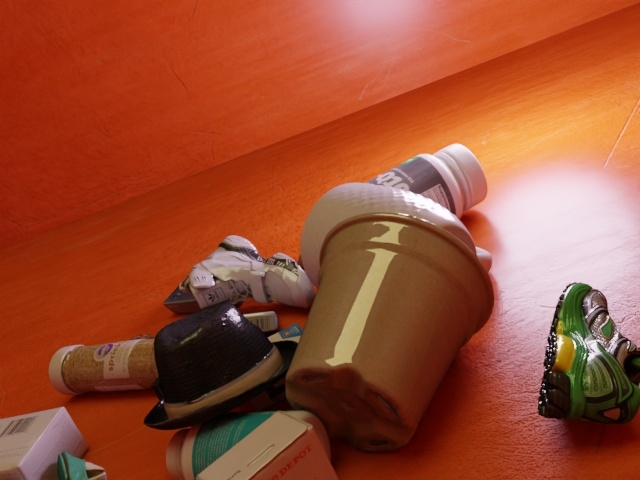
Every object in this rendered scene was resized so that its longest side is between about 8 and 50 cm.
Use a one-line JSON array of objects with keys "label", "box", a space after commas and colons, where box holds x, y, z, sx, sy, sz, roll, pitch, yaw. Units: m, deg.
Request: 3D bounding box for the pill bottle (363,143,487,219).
[{"label": "pill bottle", "box": [0.231, -0.095, 1.835, 0.361, 0.204, 0.204, -28, 22, -15]}]

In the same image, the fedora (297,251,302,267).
[{"label": "fedora", "box": [0.000, 0.000, 1.956, 0.079, 0.194, 0.194, 20, 28, 0]}]

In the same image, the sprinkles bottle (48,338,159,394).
[{"label": "sprinkles bottle", "box": [-0.479, 0.298, 1.702, 0.356, 0.121, 0.121, -10, 25, 28]}]

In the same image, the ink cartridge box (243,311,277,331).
[{"label": "ink cartridge box", "box": [-0.209, 0.199, 1.652, 0.224, 0.045, 0.224, -6, -6, -2]}]

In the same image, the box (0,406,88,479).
[{"label": "box", "box": [-0.610, 0.453, 1.462, 0.181, 0.119, 0.182, -15, 23, 18]}]

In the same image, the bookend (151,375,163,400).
[{"label": "bookend", "box": [-0.256, 0.292, 1.567, 0.156, 0.072, 0.157, -8, 26, 32]}]

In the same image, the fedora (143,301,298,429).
[{"label": "fedora", "box": [-0.195, 0.203, 1.294, 0.334, 0.152, 0.334, -22, 6, 2]}]

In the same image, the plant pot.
[{"label": "plant pot", "box": [0.097, 0.175, 1.231, 0.334, 0.333, 0.305, -6, 38, 35]}]

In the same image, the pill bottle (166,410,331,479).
[{"label": "pill bottle", "box": [-0.126, 0.356, 1.183, 0.264, 0.146, 0.146, -9, 25, 30]}]

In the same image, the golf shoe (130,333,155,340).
[{"label": "golf shoe", "box": [-0.389, 0.268, 1.782, 0.186, 0.067, 0.085, -16, 49, 14]}]

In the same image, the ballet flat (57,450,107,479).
[{"label": "ballet flat", "box": [-0.438, 0.468, 1.341, 0.087, 0.083, 0.247, -4, 14, -24]}]

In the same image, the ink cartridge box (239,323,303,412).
[{"label": "ink cartridge box", "box": [-0.119, 0.273, 1.469, 0.231, 0.078, 0.134, -26, 21, -9]}]

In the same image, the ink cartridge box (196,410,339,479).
[{"label": "ink cartridge box", "box": [-0.050, 0.369, 0.988, 0.154, 0.212, 0.093, -35, 24, -29]}]

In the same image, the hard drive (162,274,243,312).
[{"label": "hard drive", "box": [-0.294, 0.136, 1.998, 0.255, 0.054, 0.172, -10, 24, 25]}]

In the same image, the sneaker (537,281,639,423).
[{"label": "sneaker", "box": [0.432, 0.182, 1.130, 0.147, 0.134, 0.343, 13, 29, 15]}]

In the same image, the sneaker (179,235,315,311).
[{"label": "sneaker", "box": [-0.188, 0.120, 1.781, 0.210, 0.137, 0.366, -38, 40, -28]}]

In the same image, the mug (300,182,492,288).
[{"label": "mug", "box": [0.197, 0.029, 1.538, 0.374, 0.276, 0.328, 3, 7, -32]}]
